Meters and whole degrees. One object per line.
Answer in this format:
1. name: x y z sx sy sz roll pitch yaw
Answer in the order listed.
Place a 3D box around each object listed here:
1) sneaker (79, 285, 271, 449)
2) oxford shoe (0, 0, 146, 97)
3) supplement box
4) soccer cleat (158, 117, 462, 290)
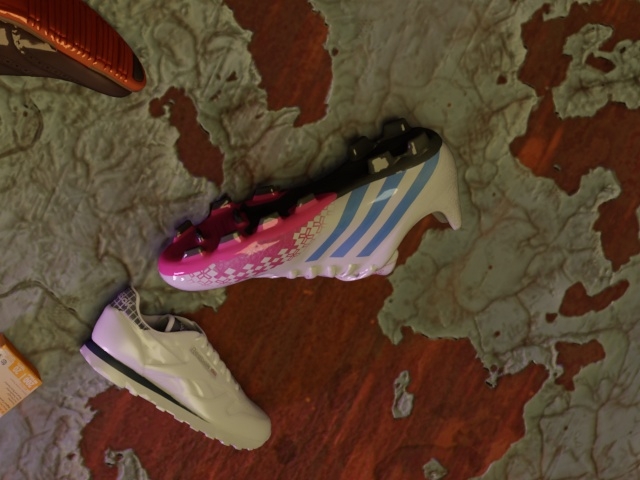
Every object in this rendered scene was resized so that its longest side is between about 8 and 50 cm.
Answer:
1. sneaker: -0.136 0.140 1.933 0.235 0.090 0.095 33 88 -27
2. oxford shoe: -0.296 -0.197 1.759 0.271 0.097 0.098 27 120 -21
3. supplement box: -0.345 0.152 1.892 0.098 0.036 0.062 -40 116 0
4. soccer cleat: 0.000 0.000 1.903 0.331 0.116 0.143 -25 115 -8
